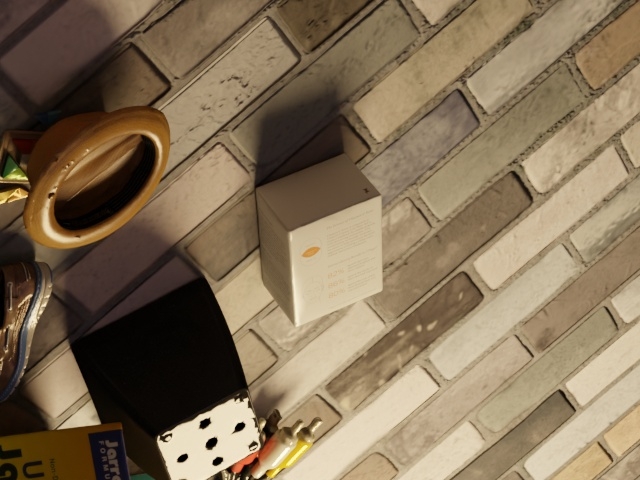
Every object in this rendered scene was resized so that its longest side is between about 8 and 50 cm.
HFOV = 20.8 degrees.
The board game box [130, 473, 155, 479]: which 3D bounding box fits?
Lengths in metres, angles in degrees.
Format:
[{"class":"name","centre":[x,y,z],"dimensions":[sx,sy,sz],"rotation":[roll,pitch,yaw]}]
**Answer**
[{"class":"board game box","centre":[-0.375,0.440,2.277],"dimensions":[0.336,0.079,0.254],"rotation":[-4,129,-34]}]

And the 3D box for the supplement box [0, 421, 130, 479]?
[{"class":"supplement box","centre":[-0.410,0.337,2.014],"dimensions":[0.356,0.194,0.195],"rotation":[-5,169,-35]}]

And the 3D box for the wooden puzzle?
[{"class":"wooden puzzle","centre":[-0.318,-0.088,1.888],"dimensions":[0.078,0.014,0.116],"rotation":[-9,131,-32]}]

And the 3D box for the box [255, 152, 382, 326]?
[{"class":"box","centre":[0.000,0.000,2.147],"dimensions":[0.130,0.091,0.170],"rotation":[-22,137,-19]}]

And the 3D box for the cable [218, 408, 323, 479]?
[{"class":"cable","centre":[-0.112,0.338,2.388],"dimensions":[0.139,0.072,0.287],"rotation":[7,122,-34]}]

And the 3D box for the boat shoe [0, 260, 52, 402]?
[{"class":"boat shoe","centre":[-0.368,0.102,1.992],"dimensions":[0.066,0.066,0.183],"rotation":[8,111,-35]}]

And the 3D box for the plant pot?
[{"class":"plant pot","centre":[-0.170,0.195,2.141],"dimensions":[0.187,0.167,0.188],"rotation":[-27,139,-14]}]

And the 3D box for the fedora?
[{"class":"fedora","centre":[-0.253,-0.082,1.879],"dimensions":[0.194,0.079,0.194],"rotation":[-33,149,-23]}]
